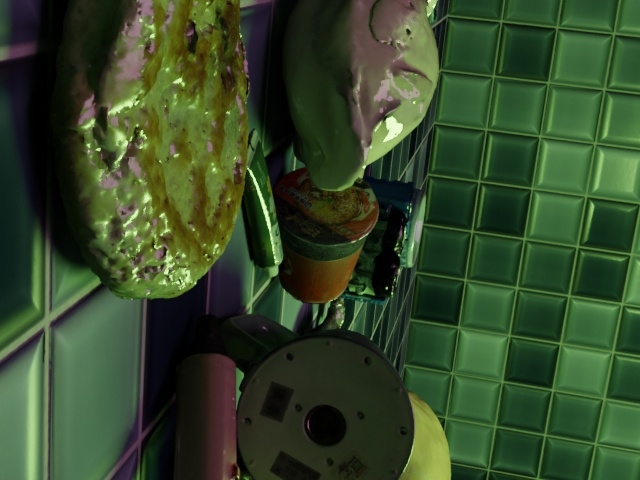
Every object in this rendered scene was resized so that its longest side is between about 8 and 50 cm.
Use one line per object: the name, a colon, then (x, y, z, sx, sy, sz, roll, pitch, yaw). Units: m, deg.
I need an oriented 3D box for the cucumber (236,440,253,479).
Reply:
cucumber: (-0.077, 0.263, 1.071, 0.359, 0.096, 0.096, 71, 29, -64)

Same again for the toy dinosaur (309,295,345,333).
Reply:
toy dinosaur: (0.006, 0.179, 1.508, 0.294, 0.077, 0.162, -103, -165, -78)

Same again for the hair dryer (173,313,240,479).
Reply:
hair dryer: (-0.080, 0.213, 0.831, 0.107, 0.189, 0.344, 74, 11, -61)

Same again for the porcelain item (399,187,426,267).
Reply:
porcelain item: (0.126, -0.029, 1.870, 0.147, 0.114, 0.147, 10, 90, -79)

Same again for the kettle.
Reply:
kettle: (-0.013, 0.146, 1.015, 0.160, 0.210, 0.243, -62, 178, 4)

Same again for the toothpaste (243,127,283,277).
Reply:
toothpaste: (-0.061, -0.029, 1.064, 0.204, 0.031, 0.049, 84, 16, -50)

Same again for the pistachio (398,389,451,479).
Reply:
pistachio: (0.094, 0.367, 1.680, 0.321, 0.238, 0.229, -93, 177, -48)

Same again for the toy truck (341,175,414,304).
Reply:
toy truck: (0.086, 0.002, 1.681, 0.126, 0.113, 0.208, 78, 24, -64)

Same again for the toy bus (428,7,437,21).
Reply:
toy bus: (0.150, -0.487, 1.670, 0.297, 0.106, 0.131, 81, 18, -64)

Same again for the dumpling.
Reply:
dumpling: (0.019, -0.185, 1.146, 0.243, 0.187, 0.318, -29, -150, 51)

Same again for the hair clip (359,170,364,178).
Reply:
hair clip: (0.015, -0.066, 1.384, 0.159, 0.071, 0.219, -62, 154, -56)

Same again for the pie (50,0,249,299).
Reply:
pie: (-0.099, -0.101, 0.688, 0.302, 0.066, 0.303, 7, 90, -81)

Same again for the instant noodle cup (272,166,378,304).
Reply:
instant noodle cup: (-0.002, 0.001, 1.207, 0.136, 0.127, 0.127, 100, 6, -48)
